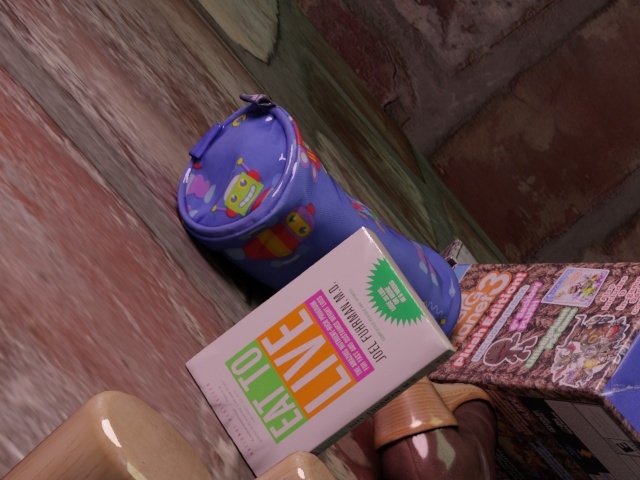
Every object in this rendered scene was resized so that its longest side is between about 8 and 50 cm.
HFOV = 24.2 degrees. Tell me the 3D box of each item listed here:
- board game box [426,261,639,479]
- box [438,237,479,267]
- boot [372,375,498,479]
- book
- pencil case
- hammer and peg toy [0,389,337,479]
[{"bbox_3d":[0.242,0.146,1.346,0.232,0.141,0.291,47,-25,-24],"label":"board game box"},{"bbox_3d":[0.215,0.143,1.774,0.290,0.087,0.169,52,11,-1],"label":"box"},{"bbox_3d":[0.109,0.212,1.188,0.248,0.090,0.206,42,27,-61],"label":"boot"},{"bbox_3d":[0.000,0.074,0.928,0.096,0.144,0.035,56,11,23],"label":"book"},{"bbox_3d":[0.000,0.000,1.251,0.306,0.119,0.133,40,7,-48],"label":"pencil case"},{"bbox_3d":[0.006,0.212,0.543,0.361,0.127,0.266,39,18,-50],"label":"hammer and peg toy"}]
